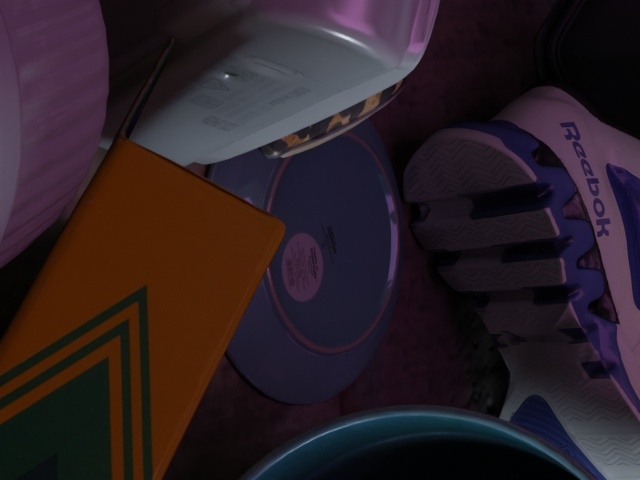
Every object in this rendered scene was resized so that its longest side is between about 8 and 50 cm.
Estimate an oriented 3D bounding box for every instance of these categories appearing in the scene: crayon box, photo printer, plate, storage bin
[{"bbox_3d":[-0.117,0.099,0.814,0.083,0.203,0.323,28,61,-5],"label":"crayon box"},{"bbox_3d":[-0.017,-0.204,0.911,0.107,0.256,0.307,18,73,-23],"label":"photo printer"},{"bbox_3d":[0.000,0.000,1.113,0.188,0.024,0.188,-1,92,-53],"label":"plate"},{"bbox_3d":[0.217,-0.103,1.341,0.098,0.091,0.135,-56,130,-36],"label":"storage bin"}]

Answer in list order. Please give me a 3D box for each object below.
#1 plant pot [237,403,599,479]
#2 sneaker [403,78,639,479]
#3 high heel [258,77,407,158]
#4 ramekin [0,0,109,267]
[{"bbox_3d":[0.085,0.240,1.053,0.255,0.271,0.272,31,65,-65],"label":"plant pot"},{"bbox_3d":[0.181,0.027,1.264,0.182,0.127,0.315,-44,122,-41],"label":"sneaker"},{"bbox_3d":[-0.008,-0.169,1.036,0.261,0.093,0.186,-62,143,-54],"label":"high heel"},{"bbox_3d":[-0.178,-0.066,0.743,0.109,0.207,0.207,-32,115,-58],"label":"ramekin"}]
